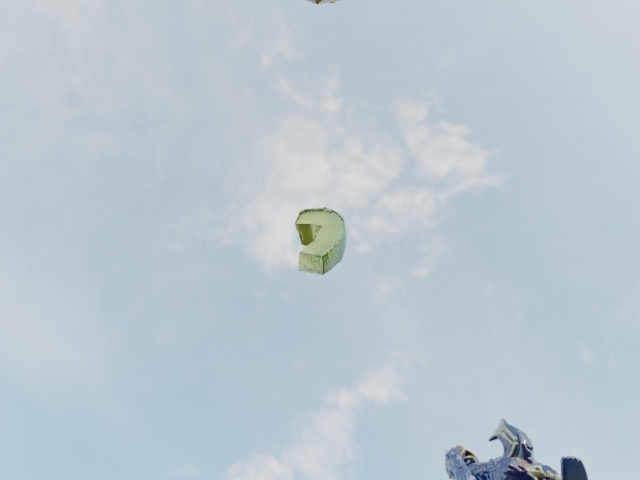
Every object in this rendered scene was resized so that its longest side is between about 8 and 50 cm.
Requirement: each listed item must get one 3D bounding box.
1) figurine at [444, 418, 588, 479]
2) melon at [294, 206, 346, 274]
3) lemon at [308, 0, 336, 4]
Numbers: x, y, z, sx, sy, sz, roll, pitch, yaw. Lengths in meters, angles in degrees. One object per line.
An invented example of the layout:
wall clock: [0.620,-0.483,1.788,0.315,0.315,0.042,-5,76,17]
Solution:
figurine: [0.288,0.381,0.875,0.164,0.262,0.121,-20,-87,-14]
melon: [0.000,0.000,1.167,0.118,0.209,0.064,-9,-60,13]
lemon: [-0.001,-0.337,0.648,0.109,0.109,0.133,-7,-101,2]
